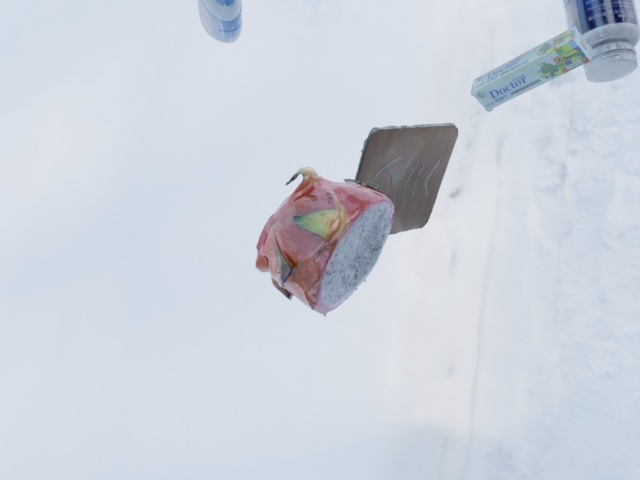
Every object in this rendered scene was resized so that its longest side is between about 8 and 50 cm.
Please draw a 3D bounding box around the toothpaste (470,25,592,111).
[{"bbox_3d":[0.289,-0.234,0.975,0.164,0.046,0.034,-23,39,41],"label":"toothpaste"}]

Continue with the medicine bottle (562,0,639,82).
[{"bbox_3d":[0.457,-0.362,1.151,0.106,0.107,0.192,-14,74,35],"label":"medicine bottle"}]

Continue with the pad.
[{"bbox_3d":[0.184,-0.134,1.635,0.018,0.283,0.287,42,129,41],"label":"pad"}]

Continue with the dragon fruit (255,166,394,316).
[{"bbox_3d":[0.000,0.000,1.408,0.189,0.290,0.291,30,88,26],"label":"dragon fruit"}]

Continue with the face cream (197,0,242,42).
[{"bbox_3d":[-0.208,-0.495,1.464,0.083,0.149,0.264,-26,4,-7],"label":"face cream"}]
